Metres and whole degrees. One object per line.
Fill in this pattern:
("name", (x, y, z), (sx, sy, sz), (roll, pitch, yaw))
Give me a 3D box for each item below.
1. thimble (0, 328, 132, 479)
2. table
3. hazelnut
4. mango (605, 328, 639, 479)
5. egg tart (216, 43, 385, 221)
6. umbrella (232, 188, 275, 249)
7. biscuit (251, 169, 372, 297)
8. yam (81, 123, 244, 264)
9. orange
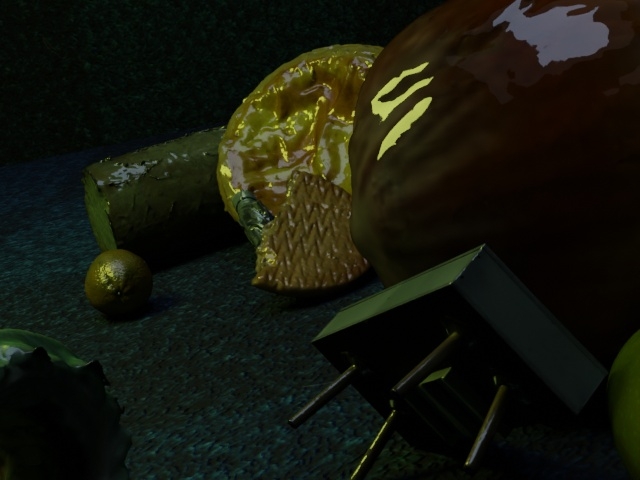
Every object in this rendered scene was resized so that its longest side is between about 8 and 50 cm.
("thimble", (-0.233, 0.167, 0.850), (0.150, 0.219, 0.219), (-3, 16, 36))
("table", (0.069, 0.106, 0.907), (0.111, 0.121, 0.240), (-47, 7, -25))
("hazelnut", (0.200, -0.058, 1.054), (0.372, 0.372, 0.315), (-15, -15, -10))
("mango", (0.277, 0.101, 0.839), (0.175, 0.143, 0.293), (-8, 5, 16))
("egg tart", (0.017, -0.111, 1.736), (0.341, 0.341, 0.132), (-5, -29, 25))
("umbrella", (-0.067, -0.005, 1.598), (0.046, 0.050, 0.188), (24, 23, -34))
("biscuit", (0.000, 0.001, 1.543), (0.144, 0.033, 0.224), (15, 40, -2))
("yam", (-0.193, -0.068, 1.847), (0.304, 0.168, 0.168), (-19, 15, -29))
("orange", (-0.251, 0.053, 1.587), (0.085, 0.085, 0.095), (-14, 12, -9))
